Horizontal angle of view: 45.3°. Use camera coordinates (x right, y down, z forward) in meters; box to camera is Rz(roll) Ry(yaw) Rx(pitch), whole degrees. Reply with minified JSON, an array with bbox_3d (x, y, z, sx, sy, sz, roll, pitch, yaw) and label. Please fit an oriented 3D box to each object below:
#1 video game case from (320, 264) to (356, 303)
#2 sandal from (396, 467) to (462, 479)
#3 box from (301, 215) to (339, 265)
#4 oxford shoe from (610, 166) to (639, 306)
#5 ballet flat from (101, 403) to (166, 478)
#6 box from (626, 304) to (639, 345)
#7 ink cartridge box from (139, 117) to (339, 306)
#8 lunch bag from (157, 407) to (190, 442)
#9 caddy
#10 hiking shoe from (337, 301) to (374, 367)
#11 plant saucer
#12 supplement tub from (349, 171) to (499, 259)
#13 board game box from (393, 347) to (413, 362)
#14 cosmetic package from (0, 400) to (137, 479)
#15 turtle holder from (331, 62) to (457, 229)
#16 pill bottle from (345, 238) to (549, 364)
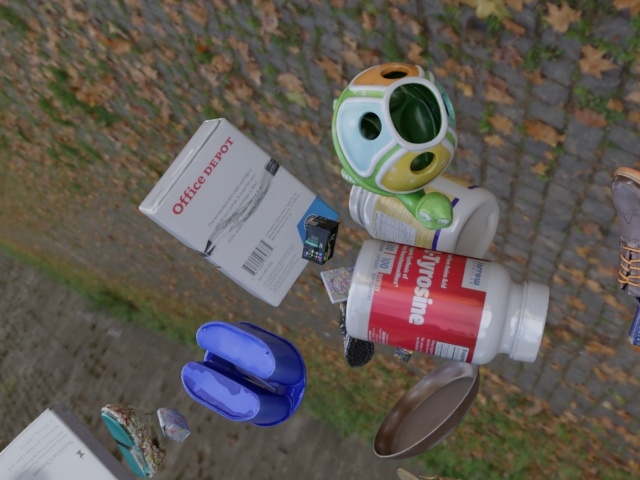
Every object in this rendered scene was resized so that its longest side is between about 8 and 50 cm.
[{"bbox_3d":[0.070,0.103,1.877,0.011,0.122,0.087,110,144,-55],"label":"video game case"},{"bbox_3d":[0.268,0.516,1.533,0.240,0.079,0.088,37,153,23],"label":"sandal"},{"bbox_3d":[0.000,0.000,1.627,0.052,0.083,0.062,19,-154,19],"label":"box"},{"bbox_3d":[0.605,0.033,1.405,0.363,0.133,0.130,57,171,-20],"label":"oxford shoe"},{"bbox_3d":[-0.349,0.362,1.450,0.091,0.077,0.241,25,144,24],"label":"ballet flat"},{"bbox_3d":[0.824,0.149,1.808,0.136,0.225,0.036,11,-164,-4],"label":"box"},{"bbox_3d":[-0.198,-0.070,1.893,0.395,0.285,0.166,40,168,-24],"label":"ink cartridge box"},{"bbox_3d":[-0.390,0.481,2.005,0.083,0.053,0.071,42,-176,-36],"label":"lunch bag"},{"bbox_3d":[-0.198,0.350,2.041,0.341,0.241,0.179,20,177,32],"label":"caddy"},{"bbox_3d":[0.094,0.244,2.108,0.114,0.086,0.227,-110,13,-57],"label":"hiking shoe"},{"bbox_3d":[0.249,0.388,1.739,0.050,0.310,0.310,48,164,-5],"label":"plant saucer"},{"bbox_3d":[0.263,-0.073,1.976,0.331,0.241,0.241,29,166,35],"label":"supplement tub"},{"bbox_3d":[0.265,0.249,2.152,0.048,0.170,0.141,25,162,10],"label":"board game box"},{"bbox_3d":[-0.562,0.588,1.776,0.385,0.217,0.156,46,170,-3],"label":"cosmetic package"},{"bbox_3d":[0.148,-0.189,1.487,0.243,0.320,0.227,9,174,-11],"label":"turtle holder"},{"bbox_3d":[0.275,0.140,1.677,0.408,0.229,0.229,11,161,10],"label":"pill bottle"}]
